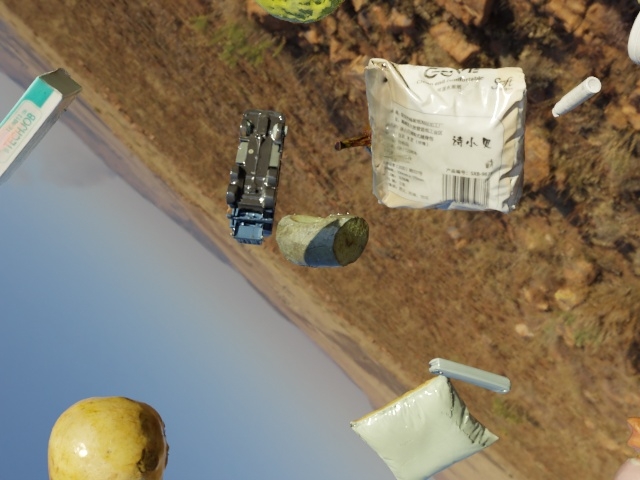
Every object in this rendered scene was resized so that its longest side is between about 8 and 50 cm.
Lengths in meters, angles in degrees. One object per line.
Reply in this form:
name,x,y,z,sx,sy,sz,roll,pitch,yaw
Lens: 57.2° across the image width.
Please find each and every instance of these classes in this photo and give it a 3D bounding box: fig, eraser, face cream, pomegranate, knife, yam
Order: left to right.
eraser,-0.481,-0.175,0.948,0.052,0.225,0.095,42,-165,-19
pomegranate,-0.439,0.456,1.227,0.260,0.260,0.260,42,172,8
yam,0.000,0.000,1.569,0.254,0.154,0.154,6,146,45
fig,0.186,-0.279,1.622,0.191,0.190,0.290,38,-161,31
knife,0.243,0.221,0.956,0.162,0.023,0.044,20,151,-23
face cream,0.515,-0.287,1.194,0.034,0.034,0.130,43,164,1

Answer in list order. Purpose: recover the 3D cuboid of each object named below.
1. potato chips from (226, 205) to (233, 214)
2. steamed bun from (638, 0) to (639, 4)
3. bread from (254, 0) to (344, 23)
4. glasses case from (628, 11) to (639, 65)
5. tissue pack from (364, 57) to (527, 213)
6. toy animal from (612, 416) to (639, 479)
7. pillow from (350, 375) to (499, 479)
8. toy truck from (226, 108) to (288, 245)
potato chips,-0.183,-0.096,1.647,0.049,0.150,0.201,22,163,33
steamed bun,0.537,-0.584,0.821,0.247,0.189,0.427,45,-141,-77
bread,-0.037,-0.679,1.306,0.348,0.307,0.348,10,150,6
glasses case,0.329,-0.173,0.498,0.041,0.164,0.063,-124,40,-51
tissue pack,0.283,-0.226,1.357,0.376,0.195,0.390,8,129,19
toy animal,0.598,0.409,1.009,0.169,0.281,0.195,18,168,26
pillow,0.280,0.518,1.578,0.312,0.310,0.119,52,-170,-22
toy truck,-0.092,-0.092,0.883,0.074,0.201,0.088,5,161,3
